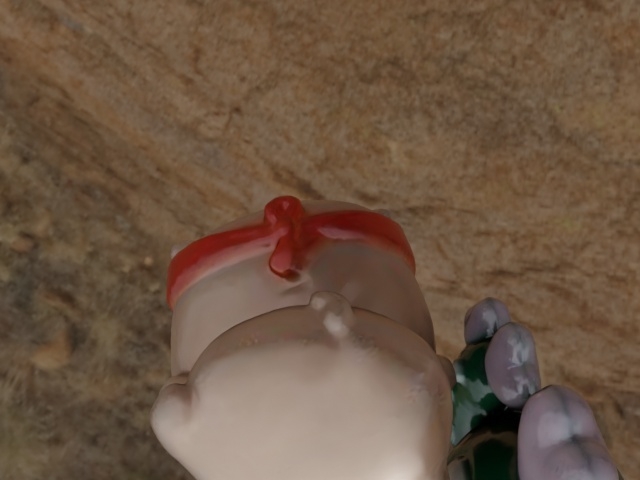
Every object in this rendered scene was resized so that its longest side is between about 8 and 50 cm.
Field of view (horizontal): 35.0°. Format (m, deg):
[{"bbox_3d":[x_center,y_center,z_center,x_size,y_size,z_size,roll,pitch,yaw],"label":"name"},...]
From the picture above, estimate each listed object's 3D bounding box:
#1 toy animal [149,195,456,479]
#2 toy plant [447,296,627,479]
[{"bbox_3d":[-0.012,0.059,0.562,0.171,0.197,0.171,-3,119,-5],"label":"toy animal"},{"bbox_3d":[0.117,0.167,0.575,0.113,0.243,0.232,-6,111,-7],"label":"toy plant"}]
